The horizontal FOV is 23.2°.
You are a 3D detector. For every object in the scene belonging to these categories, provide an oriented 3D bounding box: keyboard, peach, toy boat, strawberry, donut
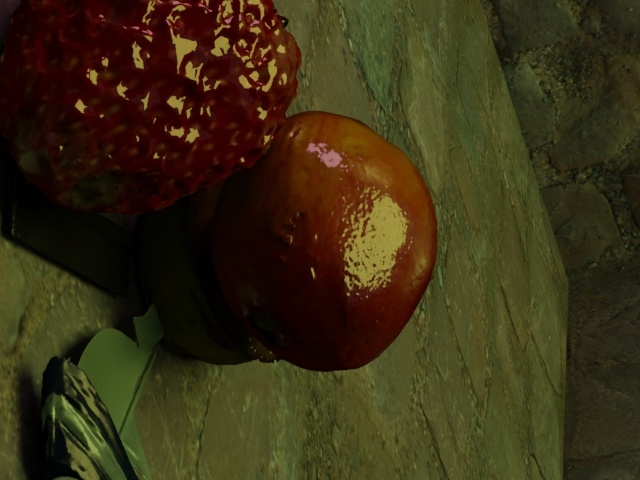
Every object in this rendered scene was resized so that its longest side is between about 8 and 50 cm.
[{"bbox_3d":[-0.249,-0.005,1.546,0.231,0.023,0.072,38,52,-63],"label":"keyboard"},{"bbox_3d":[0.000,0.000,1.654,0.281,0.238,0.281,1,90,-70],"label":"peach"},{"bbox_3d":[-0.196,0.189,1.531,0.291,0.070,0.210,-35,116,-73],"label":"toy boat"},{"bbox_3d":[-0.157,-0.166,1.500,0.310,0.292,0.292,-99,171,-63],"label":"strawberry"},{"bbox_3d":[-0.125,0.030,1.781,0.272,0.107,0.272,-15,90,-69],"label":"donut"}]

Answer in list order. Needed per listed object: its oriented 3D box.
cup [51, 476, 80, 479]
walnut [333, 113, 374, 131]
[{"bbox_3d":[-0.166,0.394,1.308,0.311,0.331,0.257,-43,155,-71],"label":"cup"},{"bbox_3d":[-0.008,-0.012,1.998,0.209,0.209,0.336,60,35,-47],"label":"walnut"}]
